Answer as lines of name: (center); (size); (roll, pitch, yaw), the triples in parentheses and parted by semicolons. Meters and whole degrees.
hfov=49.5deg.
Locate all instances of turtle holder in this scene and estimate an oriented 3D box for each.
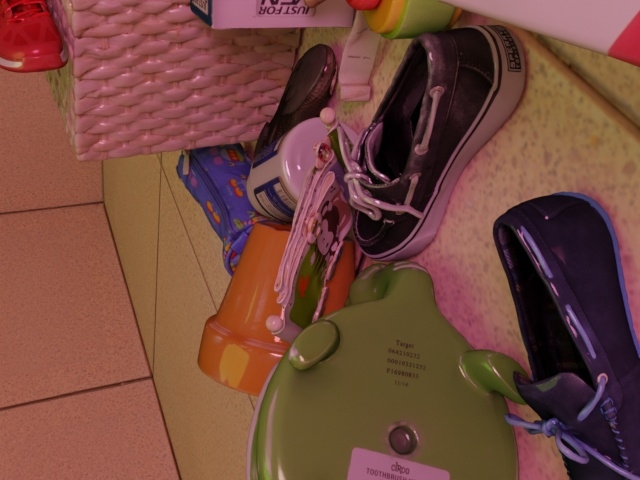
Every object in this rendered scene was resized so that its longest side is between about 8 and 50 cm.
turtle holder: (0.036, 0.173, 0.654); (0.227, 0.243, 0.320); (121, 134, -59)

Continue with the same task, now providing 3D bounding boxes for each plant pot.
plant pot: (-0.037, 0.079, 0.874); (0.205, 0.205, 0.188); (23, 103, 63)

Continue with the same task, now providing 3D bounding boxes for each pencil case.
pencil case: (-0.142, -0.063, 1.122); (0.119, 0.133, 0.306); (-51, 44, 16)

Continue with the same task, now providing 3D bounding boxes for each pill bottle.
pill bottle: (-0.027, -0.080, 0.873); (0.187, 0.112, 0.112); (168, 93, -67)

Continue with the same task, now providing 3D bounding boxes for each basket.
basket: (-0.221, -0.319, 0.967); (0.266, 0.331, 0.328); (63, 150, 32)

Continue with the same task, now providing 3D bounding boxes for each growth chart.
growth chart: (0.000, 0.000, 0.721); (0.172, 0.021, 0.237); (26, -101, -70)

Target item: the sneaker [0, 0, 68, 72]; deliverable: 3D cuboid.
sneaker: (-0.359, -0.288, 0.812); (0.221, 0.087, 0.128); (45, 141, 41)

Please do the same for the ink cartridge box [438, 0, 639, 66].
ink cartridge box: (0.202, -0.252, 0.225); (0.279, 0.160, 0.384); (-132, 40, -51)

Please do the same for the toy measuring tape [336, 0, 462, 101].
toy measuring tape: (0.066, -0.198, 0.633); (0.330, 0.121, 0.121); (110, 145, -62)

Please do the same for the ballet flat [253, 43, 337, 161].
ballet flat: (-0.027, -0.167, 0.929); (0.250, 0.058, 0.084); (131, 149, -53)

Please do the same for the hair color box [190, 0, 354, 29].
hair color box: (-0.045, -0.406, 0.723); (0.105, 0.174, 0.347); (-131, 40, -53)

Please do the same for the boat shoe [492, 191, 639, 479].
boat shoe: (0.173, 0.098, 0.503); (0.109, 0.089, 0.258); (142, 116, -64)

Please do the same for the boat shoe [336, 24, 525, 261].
boat shoe: (0.073, -0.072, 0.655); (0.306, 0.105, 0.113); (123, 134, -57)

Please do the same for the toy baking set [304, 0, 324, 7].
toy baking set: (0.016, -0.327, 0.625); (0.256, 0.197, 0.030); (-50, 15, 45)
